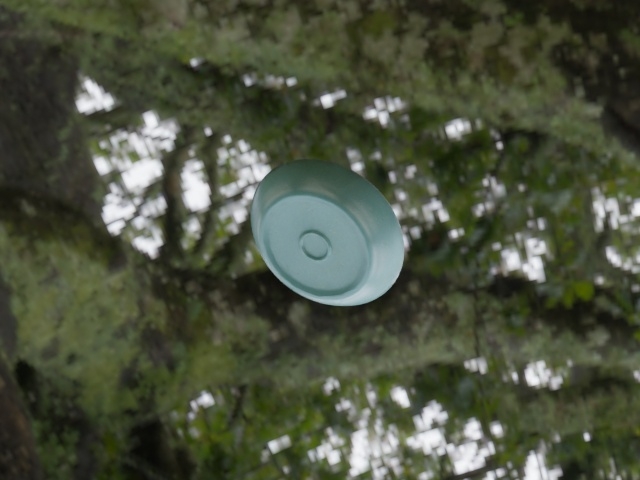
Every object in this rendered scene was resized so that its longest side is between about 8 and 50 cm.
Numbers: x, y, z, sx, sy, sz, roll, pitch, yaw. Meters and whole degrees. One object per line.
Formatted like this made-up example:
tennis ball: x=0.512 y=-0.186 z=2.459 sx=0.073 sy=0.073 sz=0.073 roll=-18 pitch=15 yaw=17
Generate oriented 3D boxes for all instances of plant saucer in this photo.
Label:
plant saucer: x=0.000 y=0.000 z=1.057 sx=0.119 sy=0.119 sz=0.021 roll=3 pitch=-149 yaw=26
